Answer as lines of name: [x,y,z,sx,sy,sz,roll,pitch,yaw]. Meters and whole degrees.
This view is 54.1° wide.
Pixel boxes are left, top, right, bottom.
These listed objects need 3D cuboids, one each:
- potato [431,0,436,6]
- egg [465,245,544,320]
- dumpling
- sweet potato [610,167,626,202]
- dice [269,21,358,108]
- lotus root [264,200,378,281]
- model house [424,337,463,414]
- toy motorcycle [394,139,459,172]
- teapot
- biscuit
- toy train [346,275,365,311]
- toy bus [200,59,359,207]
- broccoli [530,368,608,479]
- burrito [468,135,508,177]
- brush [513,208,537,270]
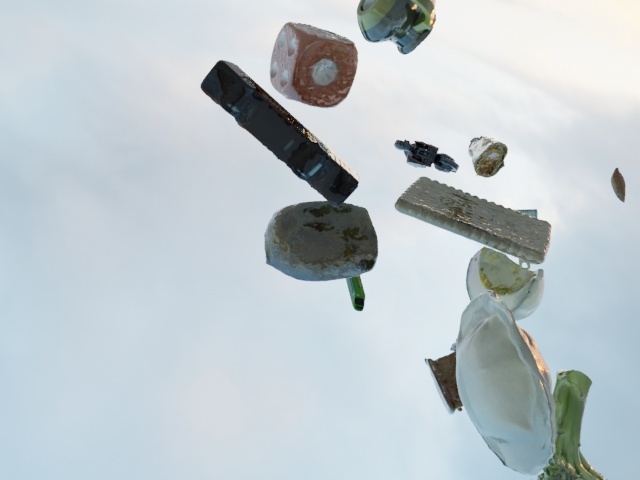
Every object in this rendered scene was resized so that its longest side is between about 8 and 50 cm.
potato: [0.207,-0.629,1.609,0.235,0.161,0.128,-13,-105,-38]
egg: [0.600,0.159,1.990,0.162,0.206,0.271,20,-175,-33]
dumpling: [0.366,0.254,1.220,0.181,0.260,0.341,15,-120,2]
sweet potato: [0.782,-0.144,1.643,0.034,0.034,0.095,-17,-88,-44]
dice: [-0.023,-0.446,1.593,0.175,0.174,0.179,1,-152,-30]
lotus root: [0.000,-0.005,1.747,0.314,0.142,0.210,-4,-123,-6]
model house: [0.448,0.395,1.885,0.199,0.229,0.219,52,-164,-65]
toy motorcycle: [0.332,-0.257,1.948,0.213,0.082,0.122,25,-172,17]
teapot: [0.143,-0.401,1.108,0.119,0.130,0.166,27,176,-28]
biscuit: [0.331,-0.047,1.344,0.325,0.044,0.217,22,-154,15]
toy train: [0.122,0.153,2.174,0.044,0.042,0.209,10,-140,-21]
toy bus: [-0.086,-0.239,1.404,0.409,0.093,0.092,42,-161,-8]
broccoli: [0.667,0.581,1.685,0.275,0.353,0.397,10,-134,4]
burrito: [0.362,-0.189,1.369,0.060,0.087,0.226,31,-162,-2]
brush: [0.522,0.002,1.618,0.083,0.205,0.011,1,-140,24]
